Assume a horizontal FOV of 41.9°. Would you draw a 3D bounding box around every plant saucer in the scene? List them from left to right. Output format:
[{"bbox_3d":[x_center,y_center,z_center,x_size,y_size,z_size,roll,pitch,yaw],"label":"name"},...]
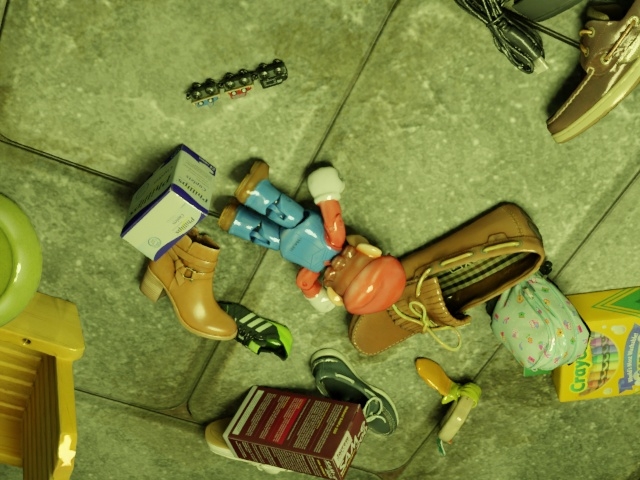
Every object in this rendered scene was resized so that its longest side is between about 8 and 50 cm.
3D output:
[{"bbox_3d":[-0.571,0.033,1.342,0.240,0.037,0.241,0,93,3],"label":"plant saucer"}]

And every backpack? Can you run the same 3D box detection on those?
[{"bbox_3d":[0.367,0.139,1.425,0.115,0.182,0.152,-10,135,-26],"label":"backpack"}]

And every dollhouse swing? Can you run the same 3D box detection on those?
[{"bbox_3d":[-0.581,0.305,1.459,0.315,0.305,0.347,19,125,-15],"label":"dollhouse swing"}]

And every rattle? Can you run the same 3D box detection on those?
[{"bbox_3d":[0.224,0.333,1.647,0.142,0.130,0.200,17,152,-1],"label":"rattle"}]

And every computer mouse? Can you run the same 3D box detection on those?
[{"bbox_3d":[0.325,-0.362,1.114,0.272,0.072,0.188,-39,107,22],"label":"computer mouse"}]

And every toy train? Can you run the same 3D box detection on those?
[{"bbox_3d":[-0.124,-0.230,1.245,0.158,0.027,0.036,-14,136,8],"label":"toy train"}]

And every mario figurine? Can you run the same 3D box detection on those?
[{"bbox_3d":[0.000,0.000,1.372,0.320,0.170,0.198,33,157,-6],"label":"mario figurine"}]

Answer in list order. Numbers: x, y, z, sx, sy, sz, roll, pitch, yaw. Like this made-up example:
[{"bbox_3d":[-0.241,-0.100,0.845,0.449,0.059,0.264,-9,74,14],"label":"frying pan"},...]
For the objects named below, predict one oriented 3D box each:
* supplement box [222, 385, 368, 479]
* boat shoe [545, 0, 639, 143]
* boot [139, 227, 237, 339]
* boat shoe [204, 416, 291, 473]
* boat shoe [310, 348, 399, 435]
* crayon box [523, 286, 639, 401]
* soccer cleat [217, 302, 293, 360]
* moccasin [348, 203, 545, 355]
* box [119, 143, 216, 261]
[{"bbox_3d":[-0.046,0.357,1.563,0.239,0.130,0.073,4,132,31],"label":"supplement box"},{"bbox_3d":[0.424,-0.286,1.178,0.123,0.123,0.342,43,128,6],"label":"boat shoe"},{"bbox_3d":[-0.201,0.070,1.417,0.197,0.073,0.152,32,115,-4],"label":"boot"},{"bbox_3d":[-0.101,0.428,1.689,0.277,0.098,0.096,10,125,-10],"label":"boat shoe"},{"bbox_3d":[0.070,0.311,1.617,0.095,0.079,0.254,-26,123,18],"label":"boat shoe"},{"bbox_3d":[0.543,0.191,1.539,0.322,0.083,0.203,-7,126,4],"label":"crayon box"},{"bbox_3d":[-0.131,0.164,1.507,0.178,0.072,0.060,21,123,-16],"label":"soccer cleat"},{"bbox_3d":[0.209,0.093,1.416,0.380,0.147,0.139,-29,124,19],"label":"moccasin"},{"bbox_3d":[-0.235,-0.060,1.298,0.072,0.137,0.126,38,117,-25],"label":"box"}]
